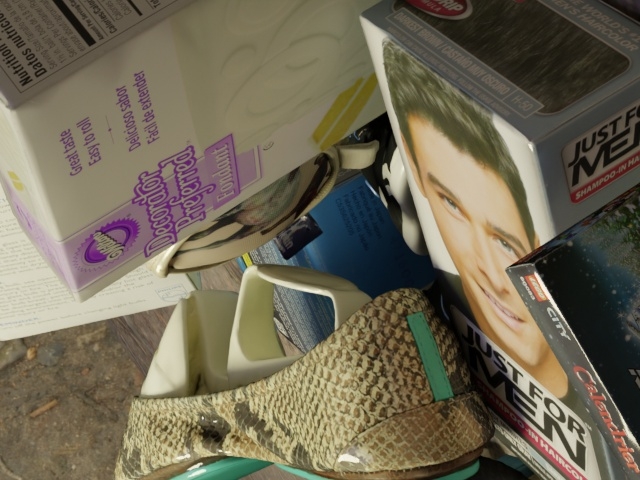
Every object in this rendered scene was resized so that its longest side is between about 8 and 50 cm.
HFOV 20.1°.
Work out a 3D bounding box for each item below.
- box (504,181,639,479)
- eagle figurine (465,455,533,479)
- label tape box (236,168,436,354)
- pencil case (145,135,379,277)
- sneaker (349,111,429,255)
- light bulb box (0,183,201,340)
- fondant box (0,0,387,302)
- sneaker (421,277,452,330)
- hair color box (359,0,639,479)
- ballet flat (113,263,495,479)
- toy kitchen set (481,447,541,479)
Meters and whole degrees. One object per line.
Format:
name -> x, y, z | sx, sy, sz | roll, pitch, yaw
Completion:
box -> 0.224, 0.072, 0.954 | 0.233, 0.159, 0.044 | 59, 166, -3
eagle figurine -> 0.181, 0.260, 1.442 | 0.225, 0.226, 0.298 | 35, 156, 8
label tape box -> 0.000, 0.000, 1.653 | 0.249, 0.115, 0.347 | 66, 168, -26
pencil case -> -0.131, -0.171, 1.359 | 0.410, 0.183, 0.160 | 59, 159, 19
sneaker -> 0.057, -0.081, 1.355 | 0.121, 0.079, 0.217 | 53, 165, 23
light bulb box -> -0.277, -0.147, 1.689 | 0.361, 0.225, 0.358 | 64, -165, -62
fondant box -> -0.054, -0.129, 1.122 | 0.096, 0.330, 0.238 | 52, 165, 25
sneaker -> 0.077, 0.094, 1.455 | 0.090, 0.081, 0.232 | 19, 118, 12
hair color box -> 0.157, 0.014, 1.152 | 0.185, 0.113, 0.374 | 43, 158, 47
ballet flat -> -0.037, 0.109, 1.405 | 0.483, 0.164, 0.182 | -18, 86, 59
toy kitchen set -> 0.086, 0.182, 1.687 | 0.207, 0.122, 0.166 | 6, 119, 62
